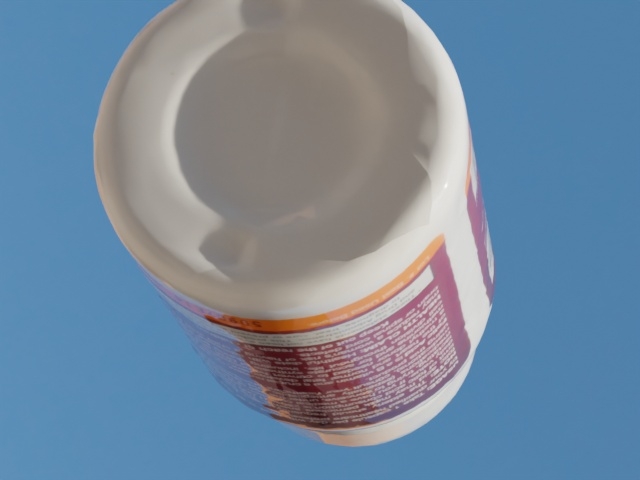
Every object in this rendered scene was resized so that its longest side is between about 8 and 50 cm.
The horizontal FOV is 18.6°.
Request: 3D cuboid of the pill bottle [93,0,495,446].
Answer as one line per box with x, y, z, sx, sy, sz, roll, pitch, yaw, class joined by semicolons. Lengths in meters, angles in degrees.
0.000;0.000;1.306;0.224;0.392;0.224;-3;-111;7;pill bottle
